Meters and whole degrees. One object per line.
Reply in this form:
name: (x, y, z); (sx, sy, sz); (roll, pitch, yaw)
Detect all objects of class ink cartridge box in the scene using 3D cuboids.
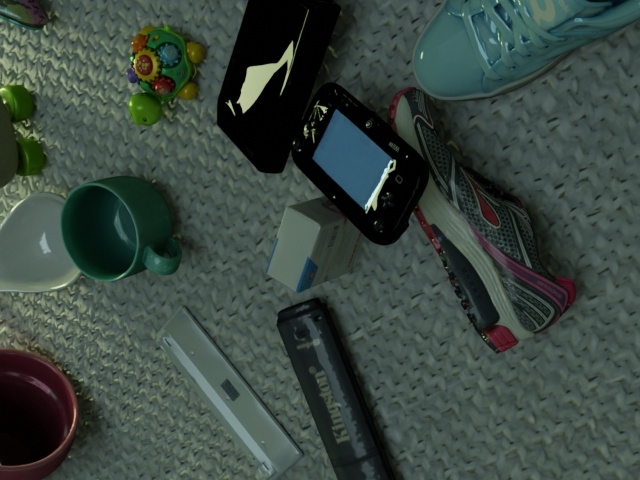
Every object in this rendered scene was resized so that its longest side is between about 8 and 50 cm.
ink cartridge box: (0.000, 0.000, 1.232); (0.052, 0.122, 0.089); (30, 114, 25)

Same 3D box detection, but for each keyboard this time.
keyboard: (-0.124, 0.204, 1.418); (0.072, 0.014, 0.256); (-45, 79, 25)

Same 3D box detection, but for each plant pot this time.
plant pot: (-0.460, 0.288, 1.535); (0.201, 0.201, 0.180); (41, 134, 15)

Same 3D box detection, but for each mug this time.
mug: (-0.251, -0.008, 1.388); (0.129, 0.097, 0.158); (-33, 85, 31)

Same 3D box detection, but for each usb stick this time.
usb stick: (0.022, 0.208, 1.313); (0.077, 0.045, 0.278); (-21, 90, 33)

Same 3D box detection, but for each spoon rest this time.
spoon rest: (-0.427, 0.030, 1.507); (0.276, 0.084, 0.137); (-29, 87, 32)

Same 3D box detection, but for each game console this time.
game console: (0.001, -0.140, 1.165); (0.361, 0.043, 0.213); (47, 127, 41)

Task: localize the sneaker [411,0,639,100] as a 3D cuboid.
sneaker: (0.223, -0.242, 1.030); (0.365, 0.150, 0.135); (-28, 86, 32)

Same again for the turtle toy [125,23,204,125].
turtle toy: (-0.205, -0.206, 1.332); (0.095, 0.066, 0.130); (23, 112, 24)

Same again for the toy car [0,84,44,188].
toy car: (-0.509, -0.137, 1.482); (0.188, 0.155, 0.149); (-4, 100, 40)

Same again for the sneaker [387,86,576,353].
sneaker: (0.161, -0.032, 1.151); (0.112, 0.121, 0.299); (-28, 86, 2)

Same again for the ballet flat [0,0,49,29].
ballet flat: (-0.450, -0.354, 1.437); (0.221, 0.077, 0.079); (27, 110, 27)
